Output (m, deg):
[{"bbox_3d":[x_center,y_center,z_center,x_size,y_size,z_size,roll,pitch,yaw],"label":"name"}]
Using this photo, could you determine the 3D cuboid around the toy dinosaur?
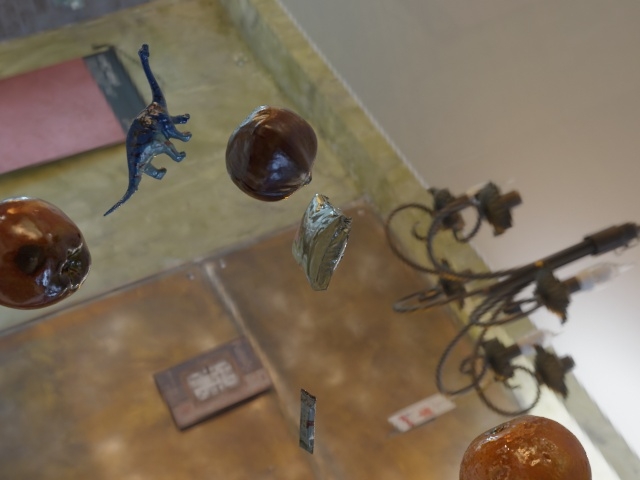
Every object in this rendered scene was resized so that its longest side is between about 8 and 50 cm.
[{"bbox_3d":[-0.308,-0.192,1.825,0.076,0.144,0.329,11,-92,52],"label":"toy dinosaur"}]

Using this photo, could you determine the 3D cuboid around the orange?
[{"bbox_3d":[0.398,0.466,1.887,0.261,0.261,0.261,53,-25,39],"label":"orange"}]

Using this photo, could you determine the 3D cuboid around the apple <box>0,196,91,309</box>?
[{"bbox_3d":[-0.565,0.027,1.918,0.230,0.230,0.230,53,-25,39],"label":"apple"}]

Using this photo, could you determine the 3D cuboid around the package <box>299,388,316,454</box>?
[{"bbox_3d":[-0.021,0.291,1.557,0.037,0.015,0.110,28,-55,44],"label":"package"}]

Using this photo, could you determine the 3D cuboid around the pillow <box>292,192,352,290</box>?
[{"bbox_3d":[0.000,0.000,1.474,0.119,0.053,0.208,-65,-165,7],"label":"pillow"}]

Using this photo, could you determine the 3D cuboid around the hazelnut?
[{"bbox_3d":[-0.116,-0.198,2.306,0.229,0.229,0.229,53,-25,39],"label":"hazelnut"}]
